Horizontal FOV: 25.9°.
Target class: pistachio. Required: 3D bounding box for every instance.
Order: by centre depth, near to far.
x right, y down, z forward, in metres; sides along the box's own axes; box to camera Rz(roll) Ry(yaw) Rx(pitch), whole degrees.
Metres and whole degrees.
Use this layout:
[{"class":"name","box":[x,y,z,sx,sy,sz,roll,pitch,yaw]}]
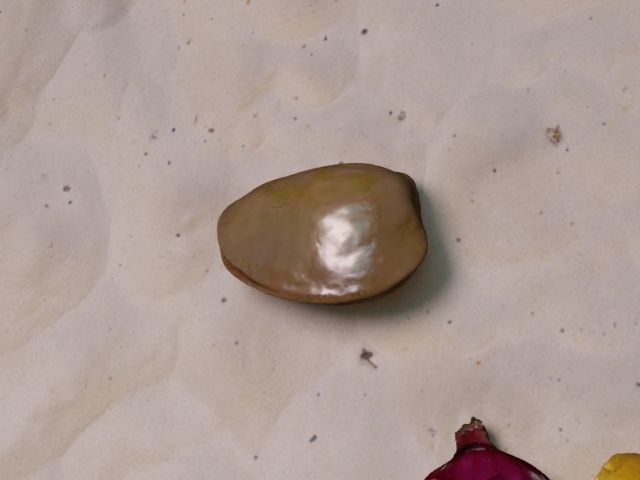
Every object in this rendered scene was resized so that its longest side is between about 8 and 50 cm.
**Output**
[{"class":"pistachio","box":[0.000,0.000,1.654,0.260,0.163,0.213,-10,32,14]}]

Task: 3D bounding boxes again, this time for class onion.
[{"class":"onion","box":[0.172,0.276,1.502,0.173,0.135,0.198,-15,62,5]}]

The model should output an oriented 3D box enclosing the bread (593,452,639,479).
[{"class":"bread","box":[0.416,0.368,1.338,0.375,0.236,0.165,33,81,25]}]
